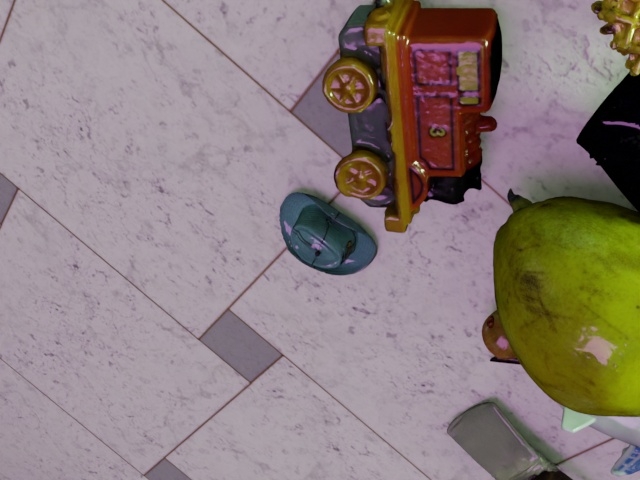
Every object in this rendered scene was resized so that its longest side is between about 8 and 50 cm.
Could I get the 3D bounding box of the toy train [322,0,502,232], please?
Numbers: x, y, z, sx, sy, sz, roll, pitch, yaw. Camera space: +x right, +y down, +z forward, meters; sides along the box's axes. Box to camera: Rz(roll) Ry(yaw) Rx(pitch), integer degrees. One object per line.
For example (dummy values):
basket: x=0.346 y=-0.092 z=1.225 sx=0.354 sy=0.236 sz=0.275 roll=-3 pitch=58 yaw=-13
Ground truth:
toy train: x=0.133 y=-0.194 z=1.193 sx=0.231 sy=0.163 sz=0.369 roll=4 pitch=127 yaw=18

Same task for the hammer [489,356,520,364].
hammer: x=0.375 y=0.206 z=1.465 sx=0.178 sy=0.021 sz=0.065 roll=3 pitch=126 yaw=32

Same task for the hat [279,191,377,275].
hat: x=0.000 y=0.000 z=1.476 sx=0.191 sy=0.078 sz=0.138 roll=28 pitch=132 yaw=8

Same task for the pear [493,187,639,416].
pear: x=0.377 y=0.074 z=1.187 sx=0.375 sy=0.287 sz=0.287 roll=53 pitch=137 yaw=16

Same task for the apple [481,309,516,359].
apple: x=0.309 y=0.154 z=1.418 sx=0.084 sy=0.084 sz=0.071 roll=44 pitch=126 yaw=-7

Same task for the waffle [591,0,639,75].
waffle: x=0.420 y=-0.285 z=0.986 sx=0.197 sy=0.070 sz=0.193 roll=-36 pitch=94 yaw=22

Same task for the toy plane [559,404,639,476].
toy plane: x=0.518 y=0.285 z=1.369 sx=0.266 sy=0.123 sz=0.267 roll=10 pitch=131 yaw=12

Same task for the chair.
chair: x=0.367 y=0.471 z=1.569 sx=0.319 sy=0.186 sz=0.160 roll=39 pitch=140 yaw=-5

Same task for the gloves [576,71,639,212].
gloves: x=0.473 y=-0.089 z=1.097 sx=0.301 sy=0.152 sz=0.197 roll=18 pitch=161 yaw=-1
